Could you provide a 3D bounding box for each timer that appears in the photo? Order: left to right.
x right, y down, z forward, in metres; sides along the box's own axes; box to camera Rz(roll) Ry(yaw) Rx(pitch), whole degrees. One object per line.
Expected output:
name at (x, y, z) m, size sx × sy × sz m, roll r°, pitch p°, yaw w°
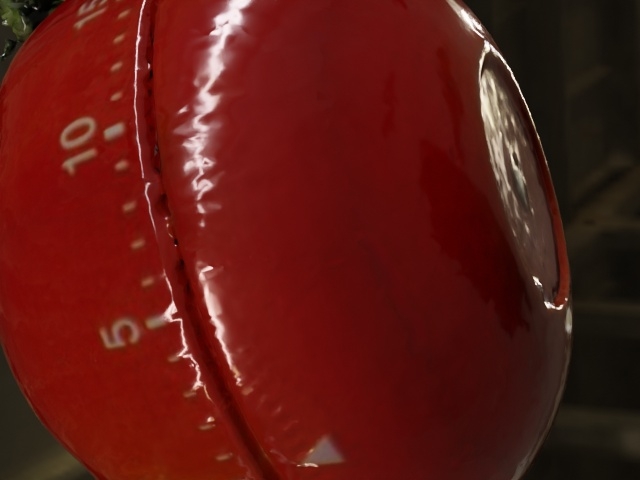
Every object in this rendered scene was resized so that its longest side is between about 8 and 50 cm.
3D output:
timer at (-0.010, 0.004, 1.049) m, size 0.378 × 0.279 × 0.378 m, roll 53°, pitch -153°, yaw -43°

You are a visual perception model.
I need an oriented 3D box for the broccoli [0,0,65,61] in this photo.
broccoli at (-0.258, -0.324, 1.977) m, size 0.281 × 0.348 × 0.293 m, roll -25°, pitch -54°, yaw -60°
